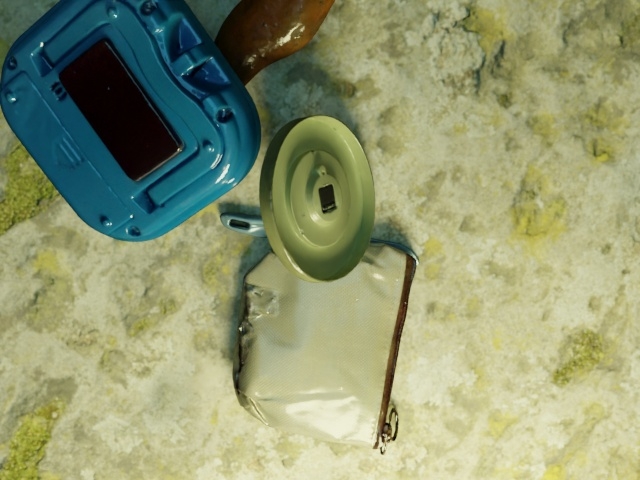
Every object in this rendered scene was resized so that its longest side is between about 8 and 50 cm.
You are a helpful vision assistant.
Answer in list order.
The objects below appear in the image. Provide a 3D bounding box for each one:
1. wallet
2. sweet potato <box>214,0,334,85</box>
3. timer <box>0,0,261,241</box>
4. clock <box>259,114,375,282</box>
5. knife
[{"bbox_3d":[0.007,0.159,1.251,0.275,0.068,0.335,8,97,-4],"label":"wallet"},{"bbox_3d":[-0.064,-0.307,1.137,0.359,0.112,0.112,-35,100,25],"label":"sweet potato"},{"bbox_3d":[-0.268,-0.178,1.130,0.309,0.115,0.340,-32,99,21],"label":"timer"},{"bbox_3d":[0.002,-0.058,1.136,0.029,0.235,0.234,-4,104,38],"label":"clock"},{"bbox_3d":[0.000,0.000,1.244,0.313,0.019,0.044,10,108,-3],"label":"knife"}]
